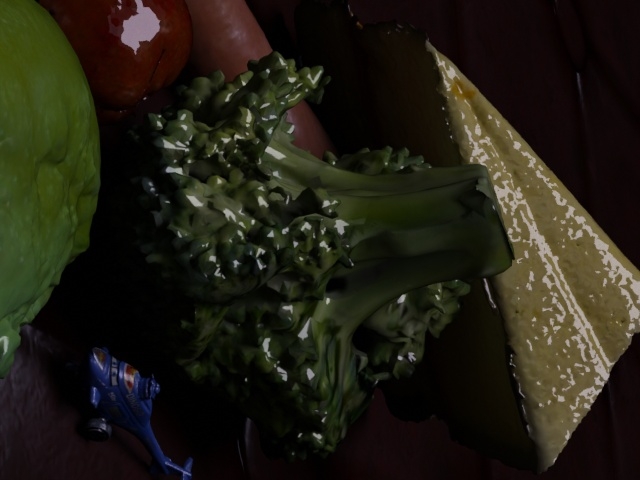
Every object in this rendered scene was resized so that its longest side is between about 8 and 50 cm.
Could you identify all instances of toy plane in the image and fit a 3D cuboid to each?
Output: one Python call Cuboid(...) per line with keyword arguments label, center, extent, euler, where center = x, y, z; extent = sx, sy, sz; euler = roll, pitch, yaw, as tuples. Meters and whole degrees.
Cuboid(label="toy plane", center=(-0.137, 0.133, 1.299), extent=(0.167, 0.062, 0.054), euler=(66, 24, -46))

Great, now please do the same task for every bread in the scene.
Cuboid(label="bread", center=(0.080, -0.021, 1.618), extent=(0.405, 0.345, 0.242), euler=(46, 76, -10))

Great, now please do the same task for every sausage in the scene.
Cuboid(label="sausage", center=(-0.068, -0.135, 1.542), extent=(0.419, 0.094, 0.094), euler=(58, 21, -33))

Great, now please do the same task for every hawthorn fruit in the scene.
Cuboid(label="hawthorn fruit", center=(-0.175, -0.168, 1.278), extent=(0.172, 0.148, 0.148), euler=(64, 26, -11))

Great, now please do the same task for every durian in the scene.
Cuboid(label="durian", center=(-0.240, -0.051, 1.028), extent=(0.340, 0.204, 0.256), euler=(-62, 148, -68))

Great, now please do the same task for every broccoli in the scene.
Cuboid(label="broccoli", center=(-0.016, 0.007, 1.391), extent=(0.338, 0.317, 0.277), euler=(104, -13, -48))
